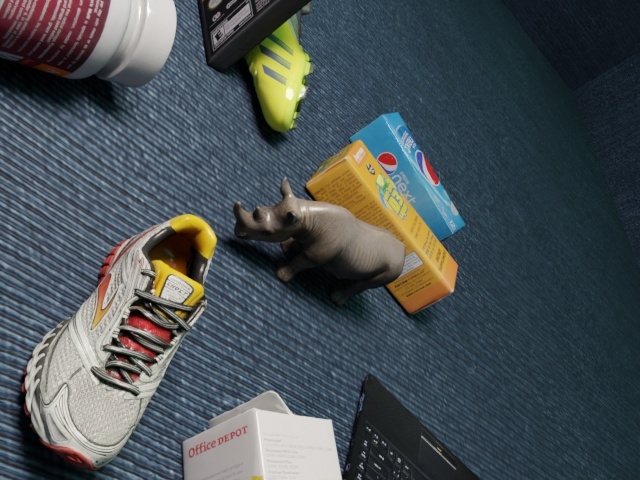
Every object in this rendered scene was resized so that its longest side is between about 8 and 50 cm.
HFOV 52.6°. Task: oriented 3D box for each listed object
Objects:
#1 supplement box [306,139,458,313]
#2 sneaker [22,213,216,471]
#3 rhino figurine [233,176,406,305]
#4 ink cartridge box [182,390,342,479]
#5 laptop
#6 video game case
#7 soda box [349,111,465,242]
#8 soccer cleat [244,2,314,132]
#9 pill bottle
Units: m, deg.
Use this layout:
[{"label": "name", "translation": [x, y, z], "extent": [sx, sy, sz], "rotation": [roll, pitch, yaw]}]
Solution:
[{"label": "supplement box", "translation": [0.086, -0.017, 0.873], "extent": [0.233, 0.080, 0.078], "rotation": [48, 31, -11]}, {"label": "sneaker", "translation": [-0.140, 0.059, 0.482], "extent": [0.088, 0.093, 0.225], "rotation": [40, 37, -26]}, {"label": "rhino figurine", "translation": [0.000, 0.000, 0.711], "extent": [0.243, 0.106, 0.073], "rotation": [26, 43, -41]}, {"label": "ink cartridge box", "translation": [-0.042, 0.198, 0.498], "extent": [0.090, 0.092, 0.143], "rotation": [24, 46, -43]}, {"label": "laptop", "translation": [0.145, 0.279, 0.644], "extent": [0.234, 0.136, 0.264], "rotation": [47, 34, -19]}, {"label": "video game case", "translation": [-0.053, -0.381, 0.803], "extent": [0.035, 0.275, 0.248], "rotation": [21, 47, -47]}, {"label": "soda box", "translation": [0.135, -0.091, 1.007], "extent": [0.210, 0.071, 0.067], "rotation": [59, 32, 2]}, {"label": "soccer cleat", "translation": [-0.075, -0.261, 0.876], "extent": [0.121, 0.093, 0.289], "rotation": [7, 57, -15]}, {"label": "pill bottle", "translation": [-0.240, -0.208, 0.545], "extent": [0.221, 0.121, 0.121], "rotation": [10, 55, -50]}]
